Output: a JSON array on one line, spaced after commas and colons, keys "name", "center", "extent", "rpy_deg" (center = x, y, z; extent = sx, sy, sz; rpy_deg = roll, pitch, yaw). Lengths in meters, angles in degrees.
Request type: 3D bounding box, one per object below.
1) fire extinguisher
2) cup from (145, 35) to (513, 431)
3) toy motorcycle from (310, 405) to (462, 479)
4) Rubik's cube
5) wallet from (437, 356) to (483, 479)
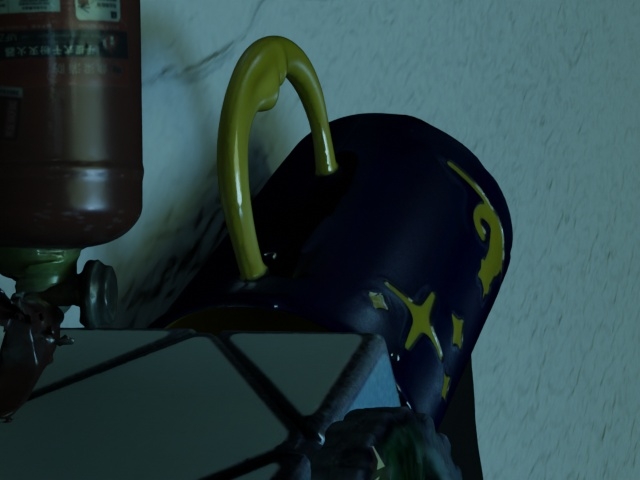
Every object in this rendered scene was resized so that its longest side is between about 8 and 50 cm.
[{"name": "fire extinguisher", "center": [-0.142, -0.085, 0.942], "extent": [0.147, 0.106, 0.337], "rpy_deg": [6, 82, -79]}, {"name": "cup", "center": [0.019, 0.012, 1.178], "extent": [0.256, 0.178, 0.255], "rpy_deg": [-58, 167, -53]}, {"name": "toy motorcycle", "center": [-0.005, 0.218, 0.756], "extent": [0.327, 0.143, 0.188], "rpy_deg": [-56, 139, -47]}, {"name": "Rubik's cube", "center": [-0.071, 0.177, 0.980], "extent": [0.205, 0.207, 0.205], "rpy_deg": [-54, 136, -53]}, {"name": "wallet", "center": [0.094, 0.100, 1.559], "extent": [0.124, 0.025, 0.244], "rpy_deg": [-37, 122, -61]}]
